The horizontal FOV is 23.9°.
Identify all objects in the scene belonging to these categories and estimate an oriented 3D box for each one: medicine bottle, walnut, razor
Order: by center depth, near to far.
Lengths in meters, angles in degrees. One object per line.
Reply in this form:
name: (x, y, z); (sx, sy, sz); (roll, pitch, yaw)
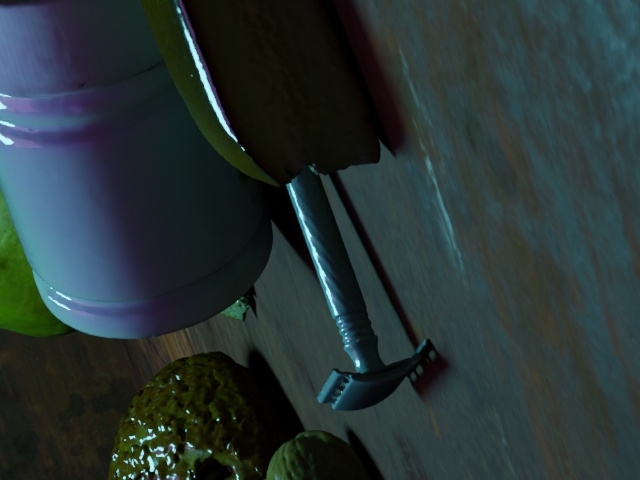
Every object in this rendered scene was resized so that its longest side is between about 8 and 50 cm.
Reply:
razor: (0.000, 0.000, 1.052); (0.106, 0.068, 0.232); (111, 140, -71)
medicine bottle: (-0.167, -0.103, 1.199); (0.212, 0.212, 0.325); (53, 162, 49)
walnut: (0.001, 0.225, 1.336); (0.105, 0.105, 0.124); (90, 158, -60)

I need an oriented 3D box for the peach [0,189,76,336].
peach: (-0.334, -0.032, 1.861); (0.314, 0.281, 0.316); (-66, -7, -60)

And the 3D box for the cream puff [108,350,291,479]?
cream puff: (-0.126, 0.280, 1.690); (0.303, 0.212, 0.303); (60, 170, 19)

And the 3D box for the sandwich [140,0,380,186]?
sandwich: (-0.054, -0.149, 0.930); (0.258, 0.094, 0.096); (68, 163, 3)

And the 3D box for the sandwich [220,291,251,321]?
sandwich: (-0.156, -0.022, 1.575); (0.244, 0.088, 0.090); (64, 163, 16)
